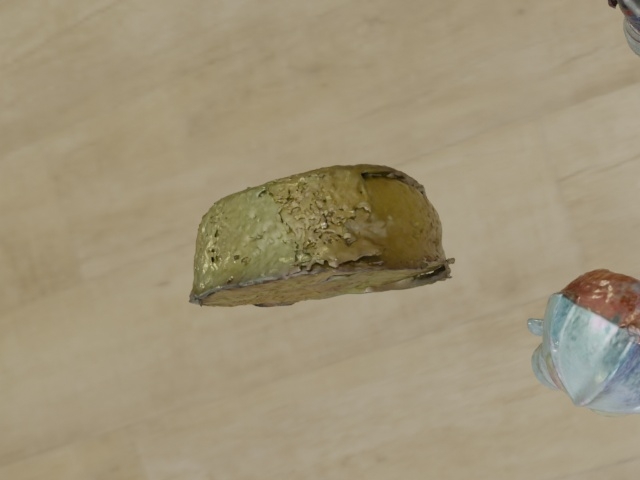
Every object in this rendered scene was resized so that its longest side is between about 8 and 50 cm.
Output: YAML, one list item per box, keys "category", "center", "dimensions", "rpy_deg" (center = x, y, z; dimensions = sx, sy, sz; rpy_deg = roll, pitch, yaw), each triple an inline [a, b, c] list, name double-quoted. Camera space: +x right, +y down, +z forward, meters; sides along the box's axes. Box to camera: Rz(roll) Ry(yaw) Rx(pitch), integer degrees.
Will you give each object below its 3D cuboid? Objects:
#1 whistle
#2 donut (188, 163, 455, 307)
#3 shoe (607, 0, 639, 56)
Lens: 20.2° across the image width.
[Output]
- category: "whistle"
  center: [0.269, 0.105, 1.730]
  dimensions: [0.142, 0.346, 0.133]
  rpy_deg: [11, 82, -3]
- category: "donut"
  center: [0.000, 0.000, 1.696]
  dimensions: [0.272, 0.272, 0.107]
  rpy_deg: [-12, 80, 32]
- category: "shoe"
  center: [0.331, -0.219, 1.474]
  dimensions: [0.228, 0.125, 0.099]
  rpy_deg: [-8, 51, 41]
